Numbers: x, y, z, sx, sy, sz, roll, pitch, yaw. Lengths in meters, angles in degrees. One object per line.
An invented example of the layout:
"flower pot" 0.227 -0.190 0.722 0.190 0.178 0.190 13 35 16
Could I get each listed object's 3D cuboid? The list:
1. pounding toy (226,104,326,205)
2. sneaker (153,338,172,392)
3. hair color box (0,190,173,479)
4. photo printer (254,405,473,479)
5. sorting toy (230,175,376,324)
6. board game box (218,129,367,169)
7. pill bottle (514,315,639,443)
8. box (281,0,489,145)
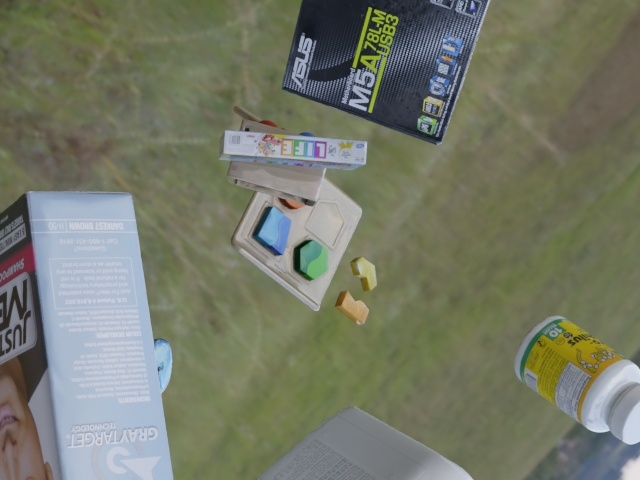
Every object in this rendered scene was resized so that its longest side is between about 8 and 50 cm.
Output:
"pounding toy" -0.056 -0.108 1.761 0.141 0.130 0.100 143 -37 -87
"sneaker" -0.260 0.223 2.207 0.073 0.063 0.162 -35 -147 61
"hair color box" -0.238 0.159 1.345 0.113 0.374 0.185 -1 164 -36
"photo printer" 0.019 0.294 1.417 0.256 0.107 0.307 -40 -164 -12
"sorting toy" 0.000 0.000 2.493 0.041 0.307 0.229 -11 -131 49
"board game box" -0.033 -0.099 1.598 0.103 0.154 0.026 176 -82 -83
"pill bottle" 0.394 0.206 2.119 0.117 0.208 0.117 -23 130 -30
"box" 0.067 -0.211 1.496 0.045 0.184 0.191 -64 173 -52
